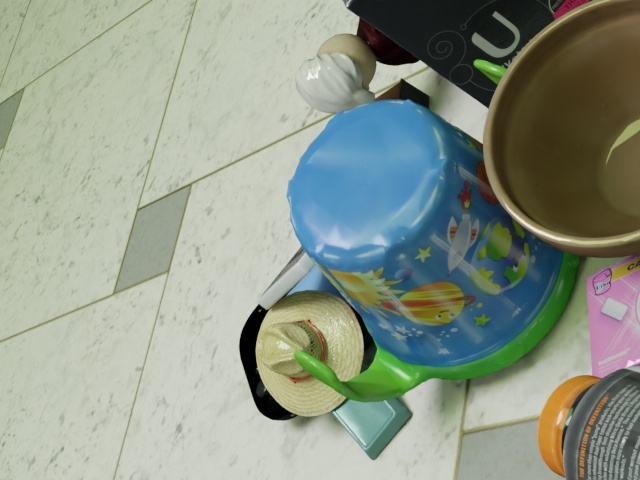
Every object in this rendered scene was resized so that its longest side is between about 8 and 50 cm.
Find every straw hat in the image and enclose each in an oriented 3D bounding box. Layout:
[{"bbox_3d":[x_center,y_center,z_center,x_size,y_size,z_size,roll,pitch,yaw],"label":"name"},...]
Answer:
[{"bbox_3d":[-0.031,0.114,1.424,0.144,0.061,0.144,-9,76,35],"label":"straw hat"}]

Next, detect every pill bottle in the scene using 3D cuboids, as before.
[{"bbox_3d":[0.270,0.167,1.008,0.246,0.130,0.130,16,78,58],"label":"pill bottle"}]

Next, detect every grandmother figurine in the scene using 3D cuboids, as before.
[{"bbox_3d":[0.107,-0.272,1.549,0.342,0.208,0.104,-44,59,-8],"label":"grandmother figurine"}]

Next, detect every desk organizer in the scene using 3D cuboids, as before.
[{"bbox_3d":[0.091,-0.119,1.590,0.050,0.047,0.130,-30,42,43],"label":"desk organizer"}]

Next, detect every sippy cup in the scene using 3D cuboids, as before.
[{"bbox_3d":[0.092,-0.013,1.268,0.240,0.224,0.305,-13,60,29],"label":"sippy cup"}]

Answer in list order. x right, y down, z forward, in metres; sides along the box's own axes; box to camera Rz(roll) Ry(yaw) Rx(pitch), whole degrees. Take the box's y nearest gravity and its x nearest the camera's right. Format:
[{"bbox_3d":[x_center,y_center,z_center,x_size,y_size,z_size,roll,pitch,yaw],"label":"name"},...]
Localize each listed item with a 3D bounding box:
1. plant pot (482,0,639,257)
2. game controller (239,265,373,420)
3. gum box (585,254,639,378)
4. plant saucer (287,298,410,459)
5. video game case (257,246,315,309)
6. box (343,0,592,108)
[{"bbox_3d":[0.267,-0.083,1.154,0.237,0.110,0.237,-16,58,28],"label":"plant pot"},{"bbox_3d":[0.023,0.054,1.509,0.319,0.067,0.166,-47,46,19],"label":"game controller"},{"bbox_3d":[0.311,0.051,1.111,0.188,0.062,0.107,-31,42,39],"label":"gum box"},{"bbox_3d":[0.015,0.141,1.435,0.067,0.018,0.192,-53,55,16],"label":"plant saucer"},{"bbox_3d":[0.000,0.000,1.437,0.143,0.019,0.157,-51,3,-24],"label":"video game case"},{"bbox_3d":[0.158,-0.259,1.390,0.165,0.270,0.143,-48,32,20],"label":"box"}]
